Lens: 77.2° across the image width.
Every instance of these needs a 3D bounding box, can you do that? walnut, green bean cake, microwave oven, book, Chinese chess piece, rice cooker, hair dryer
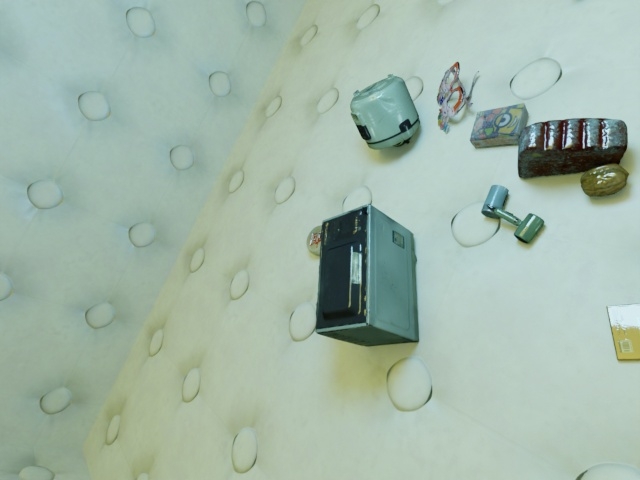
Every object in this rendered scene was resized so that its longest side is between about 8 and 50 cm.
[{"bbox_3d":[0.677,-0.143,0.955,0.096,0.082,0.079,-18,27,40],"label":"walnut"},{"bbox_3d":[0.628,-0.232,1.019,0.232,0.198,0.097,3,77,30],"label":"green bean cake"},{"bbox_3d":[0.132,0.117,1.202,0.218,0.286,0.355,-18,59,40],"label":"microwave oven"},{"bbox_3d":[0.685,0.179,0.802,0.172,0.012,0.118,-15,57,40],"label":"book"},{"bbox_3d":[0.000,0.000,1.576,0.122,0.051,0.122,-24,51,34],"label":"Chinese chess piece"},{"bbox_3d":[0.235,-0.454,1.465,0.226,0.244,0.226,-26,28,15],"label":"rice cooker"},{"bbox_3d":[0.507,-0.059,1.070,0.150,0.047,0.071,38,95,29],"label":"hair dryer"}]

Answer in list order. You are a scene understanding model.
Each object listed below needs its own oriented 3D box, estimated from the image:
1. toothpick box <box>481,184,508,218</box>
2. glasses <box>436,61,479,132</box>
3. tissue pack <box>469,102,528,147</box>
[{"bbox_3d":[0.495,-0.110,1.137,0.052,0.052,0.083,15,77,49],"label":"toothpick box"},{"bbox_3d":[0.468,-0.502,1.398,0.162,0.095,0.255,136,144,-61],"label":"glasses"},{"bbox_3d":[0.544,-0.346,1.222,0.148,0.060,0.109,6,71,48],"label":"tissue pack"}]
